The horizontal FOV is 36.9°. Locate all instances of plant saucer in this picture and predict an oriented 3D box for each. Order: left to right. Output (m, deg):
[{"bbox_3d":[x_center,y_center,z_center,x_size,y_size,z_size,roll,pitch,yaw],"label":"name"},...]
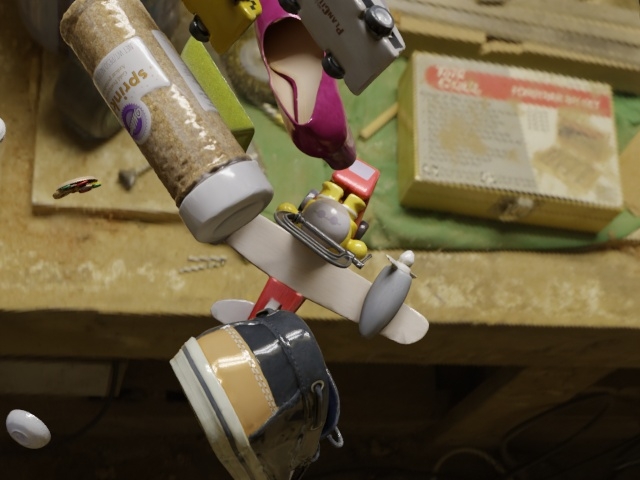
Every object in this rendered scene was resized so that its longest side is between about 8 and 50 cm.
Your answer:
[{"bbox_3d":[-0.188,-0.207,1.549,0.045,0.188,0.188,-29,80,-22],"label":"plant saucer"}]

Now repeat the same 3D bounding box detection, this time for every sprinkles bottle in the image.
[{"bbox_3d":[-0.204,-0.170,1.263,0.121,0.121,0.355,-29,77,-25],"label":"sprinkles bottle"}]

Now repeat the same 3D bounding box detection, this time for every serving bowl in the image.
[{"bbox_3d":[-0.503,0.327,1.634,0.083,0.083,0.027,31,46,2],"label":"serving bowl"}]

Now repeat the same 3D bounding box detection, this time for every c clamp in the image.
[{"bbox_3d":[0.000,0.000,1.479,0.160,0.022,0.137,36,19,2],"label":"c clamp"}]

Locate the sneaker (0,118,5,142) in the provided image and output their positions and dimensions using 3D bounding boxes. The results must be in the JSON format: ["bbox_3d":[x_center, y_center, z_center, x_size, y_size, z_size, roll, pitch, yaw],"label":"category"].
[{"bbox_3d":[-0.545,-0.180,1.344,0.212,0.094,0.080,8,56,-29],"label":"sneaker"}]

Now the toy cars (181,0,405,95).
[{"bbox_3d":[-0.052,-0.304,1.166,0.393,0.176,0.087,22,32,30],"label":"toy cars"}]

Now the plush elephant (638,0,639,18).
[{"bbox_3d":[0.304,-0.002,0.479,0.330,0.272,0.255,36,73,-23],"label":"plush elephant"}]

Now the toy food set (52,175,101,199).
[{"bbox_3d":[-0.460,-0.101,1.812,0.083,0.082,0.020,-13,82,-52],"label":"toy food set"}]

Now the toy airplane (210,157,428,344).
[{"bbox_3d":[-0.027,0.026,1.703,0.386,0.272,0.384,-8,68,-17],"label":"toy airplane"}]

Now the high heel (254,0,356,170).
[{"bbox_3d":[-0.042,-0.298,1.557,0.127,0.181,0.377,-30,67,10],"label":"high heel"}]

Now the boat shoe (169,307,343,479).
[{"bbox_3d":[-0.057,0.199,1.146,0.156,0.500,0.187,-29,72,-9],"label":"boat shoe"}]
